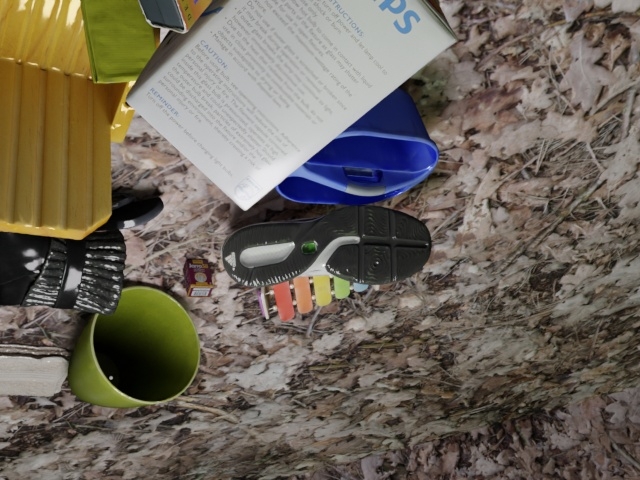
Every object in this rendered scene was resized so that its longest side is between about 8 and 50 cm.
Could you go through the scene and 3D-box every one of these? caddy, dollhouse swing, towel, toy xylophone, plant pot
[{"bbox_3d":[0.064,-0.164,1.360,0.341,0.179,0.241,1,153,-33],"label":"caddy"},{"bbox_3d":[-0.421,-0.224,1.020,0.346,0.305,0.315,9,135,-30],"label":"dollhouse swing"},{"bbox_3d":[-0.771,0.326,1.770,0.282,0.049,0.187,10,134,-32],"label":"towel"},{"bbox_3d":[-0.012,0.084,1.766,0.322,0.081,0.236,-19,143,0],"label":"toy xylophone"},{"bbox_3d":[-0.481,0.287,1.705,0.274,0.275,0.293,16,147,-37],"label":"plant pot"},{"bbox_3d":[-0.293,-0.349,1.024,0.102,0.021,0.237,-11,105,-26],"label":"towel"}]

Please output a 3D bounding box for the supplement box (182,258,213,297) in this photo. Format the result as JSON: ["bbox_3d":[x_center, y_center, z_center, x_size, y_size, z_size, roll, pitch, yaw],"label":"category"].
[{"bbox_3d":[-0.284,0.088,1.651,0.054,0.083,0.043,2,138,-25],"label":"supplement box"}]

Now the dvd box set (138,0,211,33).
[{"bbox_3d":[-0.107,-0.484,0.784,0.062,0.421,0.308,17,150,21],"label":"dvd box set"}]

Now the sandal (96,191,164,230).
[{"bbox_3d":[-0.437,-0.057,1.404,0.254,0.097,0.055,-9,115,-14],"label":"sandal"}]

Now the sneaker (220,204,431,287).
[{"bbox_3d":[0.000,-0.001,1.555,0.447,0.257,0.169,-3,98,-13],"label":"sneaker"}]

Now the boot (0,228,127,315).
[{"bbox_3d":[-0.479,-0.010,1.281,0.260,0.131,0.348,3,129,-19],"label":"boot"}]

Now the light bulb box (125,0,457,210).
[{"bbox_3d":[-0.039,-0.297,1.008,0.361,0.358,0.225,-37,115,21],"label":"light bulb box"}]
